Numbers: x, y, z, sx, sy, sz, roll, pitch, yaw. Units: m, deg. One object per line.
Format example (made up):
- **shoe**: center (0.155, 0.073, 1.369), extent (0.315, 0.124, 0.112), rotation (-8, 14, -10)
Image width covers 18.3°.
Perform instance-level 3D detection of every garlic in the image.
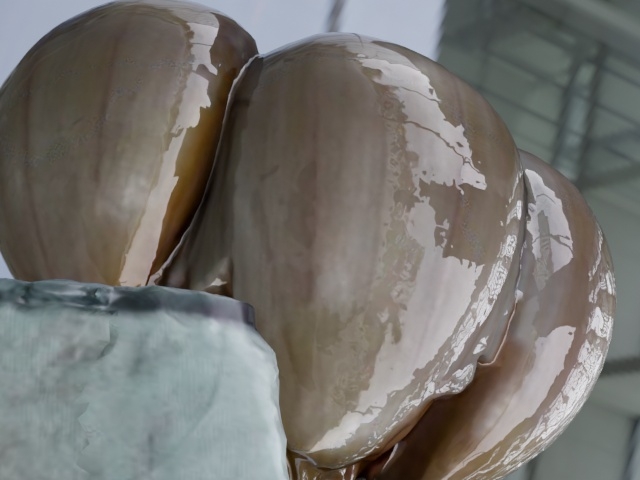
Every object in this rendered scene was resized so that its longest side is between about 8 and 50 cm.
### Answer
- **garlic**: center (0.000, 0.000, 0.698), extent (0.160, 0.214, 0.191), rotation (-26, -140, 25)

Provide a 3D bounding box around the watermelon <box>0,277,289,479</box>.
- **watermelon**: center (-0.087, 0.099, 0.336), extent (0.213, 0.320, 0.289), rotation (-41, -139, 11)
